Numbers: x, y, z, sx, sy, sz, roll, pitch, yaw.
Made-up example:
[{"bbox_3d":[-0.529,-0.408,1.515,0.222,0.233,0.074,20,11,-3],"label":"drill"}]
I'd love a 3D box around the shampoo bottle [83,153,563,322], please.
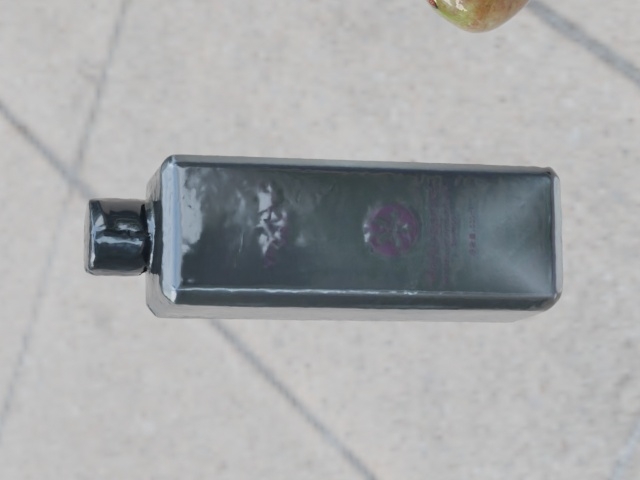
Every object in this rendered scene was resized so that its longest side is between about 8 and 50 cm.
[{"bbox_3d":[0.000,0.000,1.025,0.079,0.246,0.080,145,125,-75],"label":"shampoo bottle"}]

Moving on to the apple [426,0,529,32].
[{"bbox_3d":[0.104,-0.179,1.280,0.071,0.084,0.084,151,111,-74],"label":"apple"}]
